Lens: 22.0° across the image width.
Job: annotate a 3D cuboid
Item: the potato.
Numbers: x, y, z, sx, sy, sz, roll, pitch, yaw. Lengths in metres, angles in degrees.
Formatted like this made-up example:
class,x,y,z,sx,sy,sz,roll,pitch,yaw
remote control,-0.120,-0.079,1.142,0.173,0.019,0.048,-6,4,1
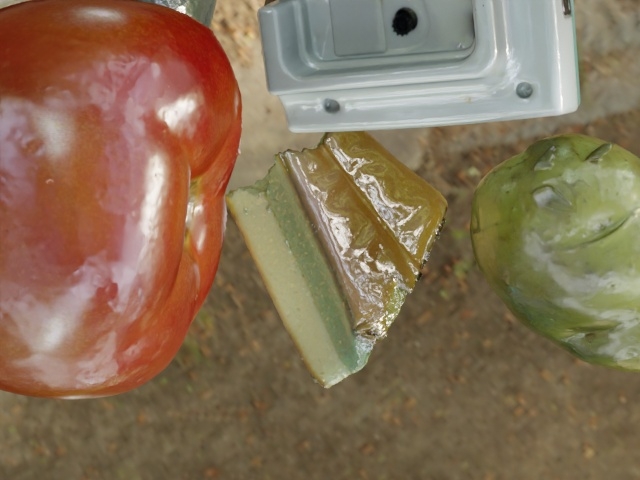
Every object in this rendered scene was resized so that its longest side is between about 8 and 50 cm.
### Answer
class,x,y,z,sx,sy,sz,roll,pitch,yaw
potato,0.219,0.014,1.290,0.248,0.169,0.143,37,70,-31

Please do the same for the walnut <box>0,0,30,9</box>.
class,x,y,z,sx,sy,sz,roll,pitch,yaw
walnut,-0.315,-0.327,1.501,0.141,0.204,0.238,-31,112,19

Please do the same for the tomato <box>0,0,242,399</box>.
class,x,y,z,sx,sy,sz,roll,pitch,yaw
tomato,-0.185,-0.031,1.138,0.226,0.298,0.299,14,117,6

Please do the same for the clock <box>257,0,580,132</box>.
class,x,y,z,sx,sy,sz,roll,pitch,yaw
clock,0.064,-0.212,1.232,0.116,0.231,0.262,-31,117,-62

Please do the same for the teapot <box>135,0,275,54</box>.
class,x,y,z,sx,sy,sz,roll,pitch,yaw
teapot,-0.161,-0.337,1.860,0.305,0.223,0.285,21,75,-2

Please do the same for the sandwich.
class,x,y,z,sx,sy,sz,roll,pitch,yaw
sandwich,0.000,0.000,1.575,0.186,0.220,0.108,37,140,-15
